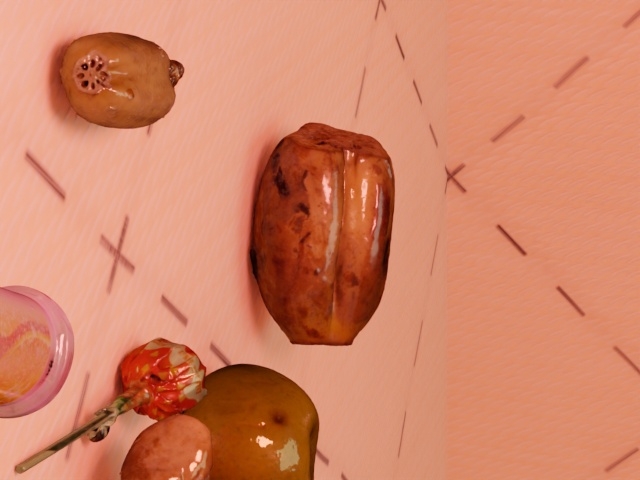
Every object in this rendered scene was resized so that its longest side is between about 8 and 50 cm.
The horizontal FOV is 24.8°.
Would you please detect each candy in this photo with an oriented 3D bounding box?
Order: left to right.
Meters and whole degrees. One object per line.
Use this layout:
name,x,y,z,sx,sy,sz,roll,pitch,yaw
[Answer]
candy,-0.205,0.171,1.434,0.288,0.084,0.078,-32,130,-61

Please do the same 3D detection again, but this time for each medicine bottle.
medicine bottle,-0.310,0.047,0.984,0.426,0.108,0.108,35,61,-69

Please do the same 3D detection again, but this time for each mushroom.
mushroom,-0.161,0.332,1.522,0.123,0.095,0.351,-31,138,-41

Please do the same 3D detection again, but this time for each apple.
apple,-0.084,0.242,1.701,0.196,0.157,0.196,4,90,-82

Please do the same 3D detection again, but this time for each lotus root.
lotus root,-0.184,-0.149,1.366,0.183,0.077,0.090,-24,108,-72
lotus root,0.001,0.002,1.873,0.193,0.193,0.290,-32,129,-69
